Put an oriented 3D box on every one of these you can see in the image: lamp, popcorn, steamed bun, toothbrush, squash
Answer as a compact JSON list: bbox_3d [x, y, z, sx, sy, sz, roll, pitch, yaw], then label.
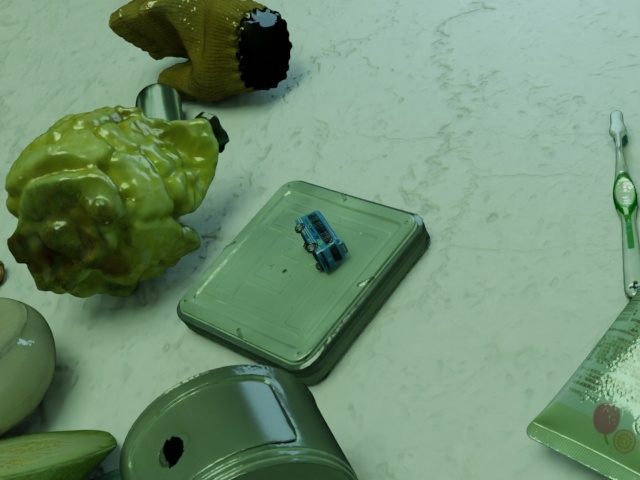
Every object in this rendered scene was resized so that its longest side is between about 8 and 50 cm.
[{"bbox_3d":[-0.027,0.044,1.520,0.266,0.047,0.269,18,60,43],"label":"lamp"},{"bbox_3d":[-0.300,-0.046,1.625,0.293,0.293,0.237,-16,25,18],"label":"popcorn"},{"bbox_3d":[-0.463,0.190,1.569,0.232,0.145,0.232,-16,29,9],"label":"steamed bun"},{"bbox_3d":[0.365,-0.048,1.383,0.030,0.030,0.304,-12,44,21],"label":"toothbrush"},{"bbox_3d":[-0.408,0.277,1.417,0.260,0.189,0.189,-44,41,-8],"label":"squash"}]

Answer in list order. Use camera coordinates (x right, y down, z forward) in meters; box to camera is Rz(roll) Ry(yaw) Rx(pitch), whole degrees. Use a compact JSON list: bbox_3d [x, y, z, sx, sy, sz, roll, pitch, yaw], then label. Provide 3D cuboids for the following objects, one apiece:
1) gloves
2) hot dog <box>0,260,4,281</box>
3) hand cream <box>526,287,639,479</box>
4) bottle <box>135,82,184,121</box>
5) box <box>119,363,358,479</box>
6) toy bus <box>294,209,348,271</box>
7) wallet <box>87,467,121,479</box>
[{"bbox_3d":[-0.196,-0.333,1.915,0.356,0.203,0.155,13,35,34],"label":"gloves"},{"bbox_3d":[-0.568,0.069,1.838,0.144,0.038,0.062,-25,41,8],"label":"hot dog"},{"bbox_3d":[0.351,0.108,1.188,0.147,0.093,0.306,24,66,39],"label":"hand cream"},{"bbox_3d":[-0.255,-0.151,1.840,0.096,0.080,0.253,-58,29,30],"label":"bottle"},{"bbox_3d":[-0.081,0.261,1.196,0.226,0.226,0.149,-33,40,-1],"label":"box"},{"bbox_3d":[0.000,0.000,1.482,0.046,0.038,0.083,-29,40,-3],"label":"toy bus"},{"bbox_3d":[-0.239,0.328,1.382,0.088,0.026,0.129,-22,40,6],"label":"wallet"}]
